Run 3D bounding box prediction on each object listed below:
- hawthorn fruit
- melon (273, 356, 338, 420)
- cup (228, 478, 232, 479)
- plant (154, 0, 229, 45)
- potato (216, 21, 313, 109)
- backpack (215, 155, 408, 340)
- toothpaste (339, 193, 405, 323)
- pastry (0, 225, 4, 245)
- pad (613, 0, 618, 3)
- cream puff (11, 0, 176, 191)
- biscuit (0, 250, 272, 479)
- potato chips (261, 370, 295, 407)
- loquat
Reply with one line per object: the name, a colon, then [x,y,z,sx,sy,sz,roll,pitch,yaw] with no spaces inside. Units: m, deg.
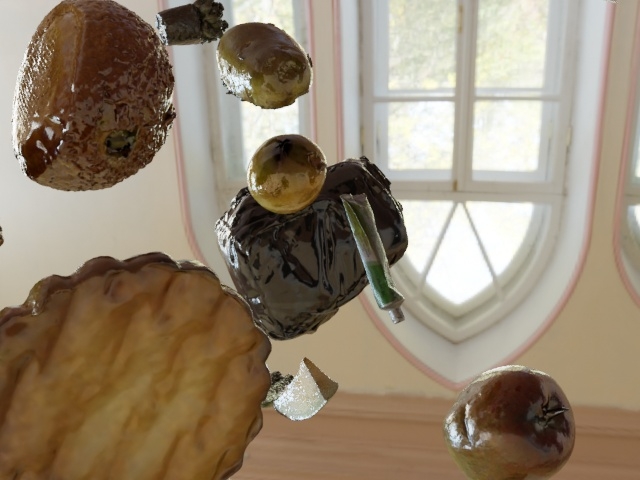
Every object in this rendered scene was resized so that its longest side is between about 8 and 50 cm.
hawthorn fruit: [0.431,0.400,1.512,0.267,0.301,0.268,20,-132,-24]
melon: [-0.038,0.329,1.441,0.098,0.182,0.054,44,-138,14]
cup: [-0.269,0.586,1.415,0.253,0.253,0.274,-9,176,-20]
plant: [-0.261,-0.443,1.410,0.143,0.095,0.092,-22,-176,-21]
potato: [-0.105,-0.321,1.210,0.164,0.081,0.200,-38,-122,-14]
backpack: [0.000,0.000,1.566,0.445,0.363,0.255,-27,-167,-13]
toothpaste: [0.099,0.030,1.234,0.046,0.248,0.078,-27,168,39]
pastry: [-0.685,-0.019,1.003,0.405,0.337,0.292,30,-162,-16]
pad: [0.271,-0.446,1.031,0.375,0.063,0.315,14,-156,-11]
cream puff: [-0.331,-0.214,1.038,0.212,0.303,0.303,14,-174,-40]
biscuit: [-0.212,0.161,0.751,0.325,0.326,0.107,-10,-160,-22]
potato chips: [-0.216,0.420,1.975,0.358,0.070,0.429,4,-177,18]
loquat: [-0.062,-0.122,1.255,0.163,0.163,0.137,20,176,45]
